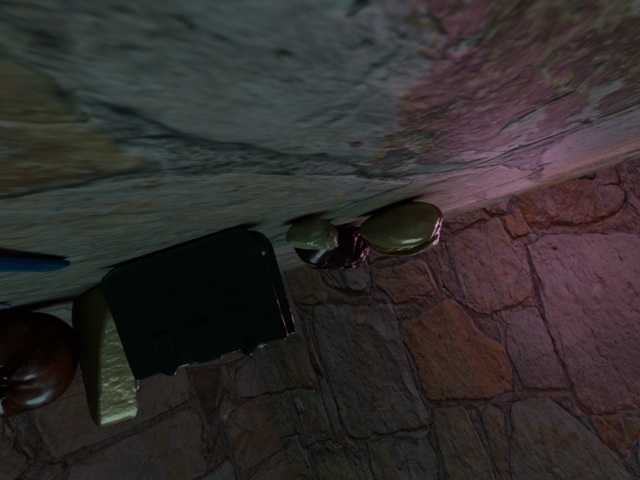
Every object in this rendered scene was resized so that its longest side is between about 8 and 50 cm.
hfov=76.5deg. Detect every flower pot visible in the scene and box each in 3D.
[{"bbox_3d":[0.000,0.000,1.031,0.111,0.111,0.089,-11,158,-45],"label":"flower pot"}]

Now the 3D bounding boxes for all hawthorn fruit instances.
[{"bbox_3d":[-0.753,0.305,1.004,0.284,0.284,0.284,-16,175,-1],"label":"hawthorn fruit"}]

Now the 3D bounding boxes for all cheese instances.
[{"bbox_3d":[-0.554,0.246,1.065,0.104,0.383,0.384,-2,167,-42],"label":"cheese"}]

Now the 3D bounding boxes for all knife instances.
[{"bbox_3d":[-0.375,0.024,0.458,0.044,0.026,0.296,-13,177,-6],"label":"knife"}]

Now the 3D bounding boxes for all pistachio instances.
[{"bbox_3d":[0.218,-0.033,1.110,0.230,0.157,0.157,-12,177,25],"label":"pistachio"}]

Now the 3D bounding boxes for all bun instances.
[{"bbox_3d":[-0.019,-0.017,0.883,0.115,0.069,0.115,5,172,1],"label":"bun"}]

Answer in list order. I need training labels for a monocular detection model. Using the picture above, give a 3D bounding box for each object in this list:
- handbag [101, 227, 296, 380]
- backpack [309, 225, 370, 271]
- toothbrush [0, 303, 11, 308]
[{"bbox_3d":[-0.233,0.123,0.789,0.327,0.238,0.089,-17,180,7],"label":"handbag"},{"bbox_3d":[0.064,0.035,1.302,0.229,0.138,0.229,-15,175,-1],"label":"backpack"},{"bbox_3d":[-0.636,0.126,0.781,0.013,0.019,0.193,-15,177,-20],"label":"toothbrush"}]
